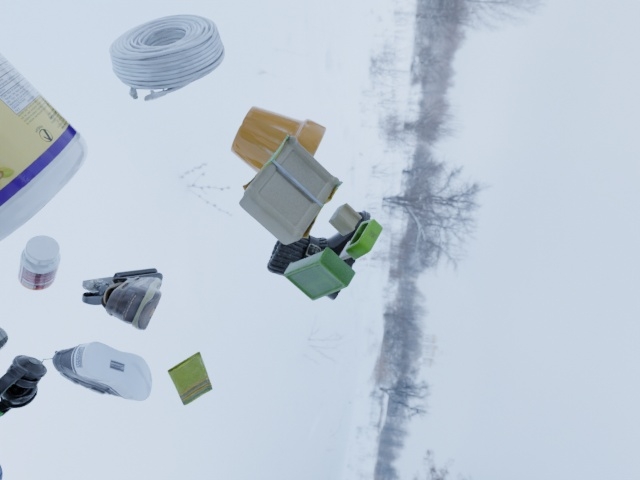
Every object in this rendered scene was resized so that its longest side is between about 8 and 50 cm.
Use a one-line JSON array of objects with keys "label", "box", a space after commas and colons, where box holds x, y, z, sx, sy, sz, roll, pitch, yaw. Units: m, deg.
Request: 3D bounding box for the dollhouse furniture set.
[{"label": "dollhouse furniture set", "box": [-0.040, -0.046, 1.026, 0.151, 0.301, 0.198, -26, -155, 54]}]

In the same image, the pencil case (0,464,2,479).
[{"label": "pencil case", "box": [-0.978, 0.669, 1.293, 0.151, 0.064, 0.070, 22, 63, -48]}]

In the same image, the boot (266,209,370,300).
[{"label": "boot", "box": [0.001, 0.000, 1.542, 0.348, 0.260, 0.131, -63, -175, -21]}]

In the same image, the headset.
[{"label": "headset", "box": [-1.153, 0.567, 1.837, 0.243, 0.185, 0.394, -54, -178, 25]}]

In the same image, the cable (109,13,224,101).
[{"label": "cable", "box": [-0.353, -0.436, 1.065, 0.257, 0.257, 0.089, -29, 139, -19]}]

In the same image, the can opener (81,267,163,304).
[{"label": "can opener", "box": [-0.705, 0.163, 1.651, 0.283, 0.076, 0.095, -6, 120, -51]}]

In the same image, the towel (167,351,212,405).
[{"label": "towel", "box": [-0.379, 0.412, 1.367, 0.102, 0.021, 0.237, -31, 148, -26]}]

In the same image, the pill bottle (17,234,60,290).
[{"label": "pill bottle", "box": [-0.991, 0.080, 1.637, 0.221, 0.121, 0.121, -44, -159, 43]}]

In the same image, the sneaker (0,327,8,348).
[{"label": "sneaker", "box": [-0.923, 0.302, 1.123, 0.297, 0.111, 0.129, -28, 165, -40]}]

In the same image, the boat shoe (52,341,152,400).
[{"label": "boat shoe", "box": [-0.524, 0.326, 1.133, 0.301, 0.102, 0.108, 64, 21, -60]}]

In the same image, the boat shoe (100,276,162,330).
[{"label": "boat shoe", "box": [-0.517, 0.146, 1.266, 0.355, 0.130, 0.132, -5, -119, 67]}]

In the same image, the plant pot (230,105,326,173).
[{"label": "plant pot", "box": [-0.115, -0.236, 1.169, 0.205, 0.188, 0.205, -61, -171, 16]}]

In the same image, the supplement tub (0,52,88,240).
[{"label": "supplement tub", "box": [-0.502, -0.166, 0.579, 0.331, 0.241, 0.241, 52, 38, -34]}]
